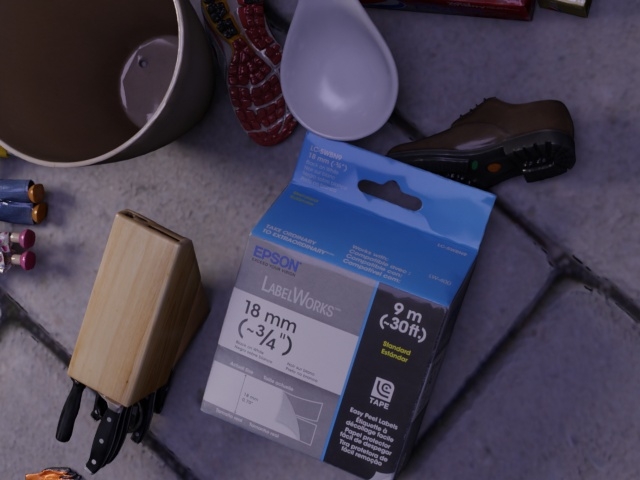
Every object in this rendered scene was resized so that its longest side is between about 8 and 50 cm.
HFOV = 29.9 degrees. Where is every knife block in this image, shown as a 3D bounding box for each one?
[{"bbox_3d":[-0.230,0.129,1.376,0.088,0.276,0.242,25,65,14],"label":"knife block"}]

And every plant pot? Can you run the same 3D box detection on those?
[{"bbox_3d":[-0.227,-0.198,1.363,0.256,0.274,0.257,0,88,14],"label":"plant pot"}]

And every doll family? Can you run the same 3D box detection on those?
[{"bbox_3d":[-0.429,-0.081,1.512,0.163,0.118,0.263,6,108,9],"label":"doll family"}]

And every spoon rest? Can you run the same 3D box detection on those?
[{"bbox_3d":[0.016,-0.245,1.317,0.137,0.084,0.276,1,105,18],"label":"spoon rest"}]

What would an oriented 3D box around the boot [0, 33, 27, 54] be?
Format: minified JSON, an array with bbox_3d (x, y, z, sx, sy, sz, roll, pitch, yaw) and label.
[{"bbox_3d":[-0.492,-0.325,1.470,0.284,0.138,0.377,-23,58,16],"label":"boot"}]

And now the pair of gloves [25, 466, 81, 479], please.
[{"bbox_3d":[-0.333,0.327,1.508,0.074,0.010,0.083,-6,89,13],"label":"pair of gloves"}]

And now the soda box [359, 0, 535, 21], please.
[{"bbox_3d":[0.114,-0.309,1.370,0.263,0.092,0.084,8,90,15],"label":"soda box"}]

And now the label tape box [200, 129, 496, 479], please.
[{"bbox_3d":[0.027,0.073,1.341,0.240,0.106,0.334,20,105,14],"label":"label tape box"}]

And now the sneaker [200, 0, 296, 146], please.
[{"bbox_3d":[-0.084,-0.223,1.432,0.088,0.093,0.225,-17,98,-9],"label":"sneaker"}]

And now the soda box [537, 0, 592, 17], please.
[{"bbox_3d":[0.294,-0.347,1.339,0.058,0.061,0.181,16,92,16],"label":"soda box"}]

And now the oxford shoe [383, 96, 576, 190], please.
[{"bbox_3d":[0.178,-0.110,1.364,0.227,0.083,0.096,-8,57,21],"label":"oxford shoe"}]
